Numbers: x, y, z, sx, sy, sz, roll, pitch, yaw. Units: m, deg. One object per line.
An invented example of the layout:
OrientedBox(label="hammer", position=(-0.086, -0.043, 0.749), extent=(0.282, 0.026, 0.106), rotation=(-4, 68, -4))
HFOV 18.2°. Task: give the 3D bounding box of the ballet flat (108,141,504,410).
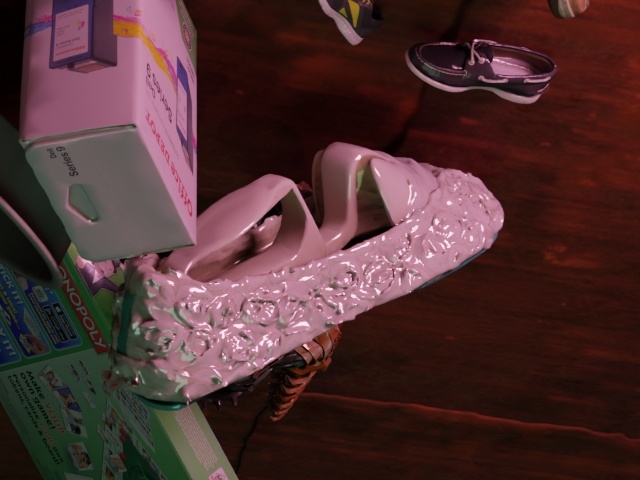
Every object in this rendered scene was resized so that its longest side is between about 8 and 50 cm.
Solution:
OrientedBox(label="ballet flat", position=(0.000, 0.000, 1.582), extent=(0.409, 0.147, 0.147), rotation=(-29, 164, -39))

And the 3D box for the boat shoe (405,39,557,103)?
OrientedBox(label="boat shoe", position=(0.128, -0.139, 1.574), extent=(0.125, 0.046, 0.038), rotation=(13, 143, -22))

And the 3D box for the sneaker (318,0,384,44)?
OrientedBox(label="sneaker", position=(0.020, -0.185, 1.528), extent=(0.035, 0.031, 0.083), rotation=(-27, 143, 13))

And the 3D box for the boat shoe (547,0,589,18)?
OrientedBox(label="boat shoe", position=(0.182, -0.234, 1.426), extent=(0.072, 0.068, 0.190), rotation=(-17, 143, 4))

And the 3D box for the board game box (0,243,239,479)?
OrientedBox(label="board game box", position=(-0.208, 0.119, 1.736), extent=(0.213, 0.046, 0.317), rotation=(-16, 105, 47))

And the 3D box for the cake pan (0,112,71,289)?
OrientedBox(label="cake pan", position=(-0.293, -0.077, 1.523), extent=(0.293, 0.054, 0.293), rotation=(38, 166, 11))

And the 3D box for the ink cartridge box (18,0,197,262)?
OrientedBox(label="ink cartridge box", position=(-0.152, -0.113, 1.466), extent=(0.093, 0.212, 0.154), rotation=(-8, 144, 11))

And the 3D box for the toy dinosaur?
OrientedBox(label="toy dinosaur", position=(-0.052, 0.076, 1.804), extent=(0.218, 0.164, 0.322), rotation=(-15, 123, -7))
